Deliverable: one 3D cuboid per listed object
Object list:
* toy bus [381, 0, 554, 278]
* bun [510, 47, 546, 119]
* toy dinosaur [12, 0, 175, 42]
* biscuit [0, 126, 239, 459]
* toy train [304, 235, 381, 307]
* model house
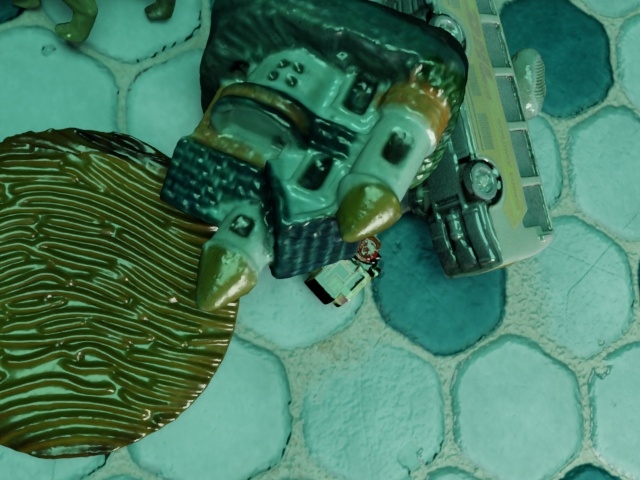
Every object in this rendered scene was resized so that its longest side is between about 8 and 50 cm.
[{"bbox_3d":[0.155,-0.136,0.841,0.138,0.097,0.343,-9,83,-39],"label":"toy bus"},{"bbox_3d":[0.238,-0.183,0.897,0.045,0.083,0.083,1,78,25],"label":"bun"},{"bbox_3d":[-0.248,-0.275,0.711,0.294,0.162,0.077,-1,50,-18],"label":"toy dinosaur"},{"bbox_3d":[-0.232,0.045,0.730,0.317,0.040,0.318,3,81,-16],"label":"biscuit"},{"bbox_3d":[0.000,0.000,0.802,0.087,0.050,0.138,-44,95,-15],"label":"toy train"},{"bbox_3d":[-0.031,-0.065,0.691,0.253,0.184,0.291,24,66,4],"label":"model house"}]
